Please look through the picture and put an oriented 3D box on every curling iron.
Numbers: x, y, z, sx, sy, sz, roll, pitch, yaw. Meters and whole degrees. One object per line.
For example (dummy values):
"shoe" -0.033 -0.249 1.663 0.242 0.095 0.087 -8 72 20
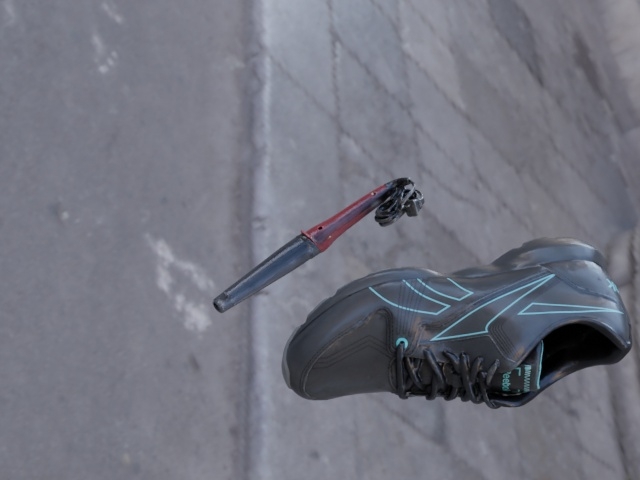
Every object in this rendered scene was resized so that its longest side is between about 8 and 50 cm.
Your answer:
"curling iron" 0.000 0.000 1.245 0.068 0.274 0.035 19 -46 62

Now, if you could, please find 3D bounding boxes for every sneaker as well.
"sneaker" 0.103 0.073 0.864 0.106 0.267 0.101 -111 -174 -45
